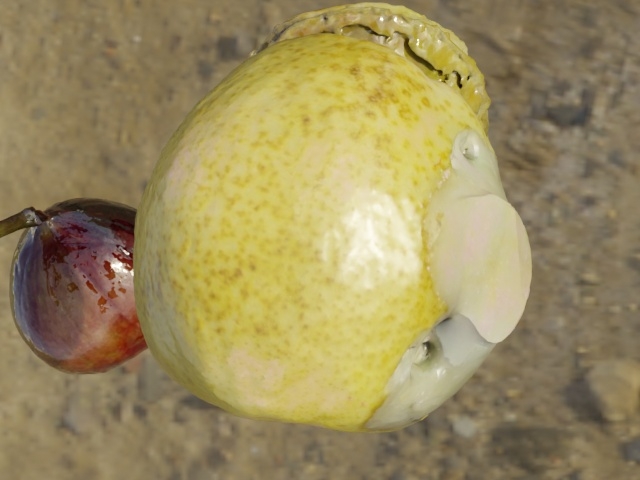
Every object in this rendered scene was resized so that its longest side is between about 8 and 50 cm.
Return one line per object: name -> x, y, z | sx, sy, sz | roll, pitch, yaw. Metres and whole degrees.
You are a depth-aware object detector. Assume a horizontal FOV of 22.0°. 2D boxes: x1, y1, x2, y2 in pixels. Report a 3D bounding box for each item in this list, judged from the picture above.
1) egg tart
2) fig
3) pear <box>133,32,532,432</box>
egg tart -> 0.038, -0.102, 1.457 | 0.241, 0.241, 0.106 | -45, 28, 32
fig -> -0.260, 0.019, 1.783 | 0.204, 0.249, 0.186 | -24, 34, 8
pear -> 0.000, 0.000, 1.084 | 0.271, 0.271, 0.271 | -3, 85, 43
